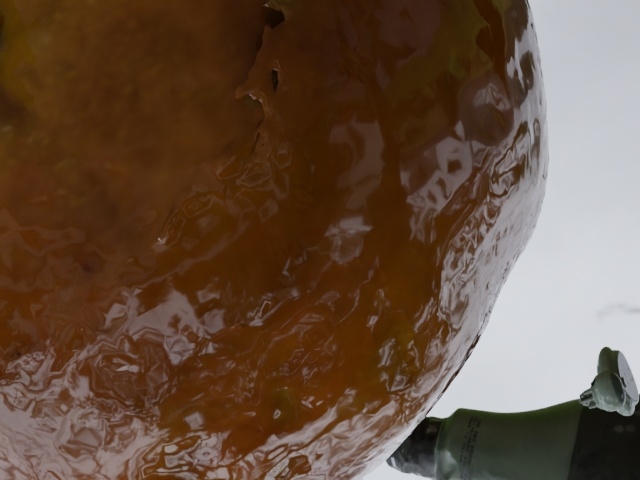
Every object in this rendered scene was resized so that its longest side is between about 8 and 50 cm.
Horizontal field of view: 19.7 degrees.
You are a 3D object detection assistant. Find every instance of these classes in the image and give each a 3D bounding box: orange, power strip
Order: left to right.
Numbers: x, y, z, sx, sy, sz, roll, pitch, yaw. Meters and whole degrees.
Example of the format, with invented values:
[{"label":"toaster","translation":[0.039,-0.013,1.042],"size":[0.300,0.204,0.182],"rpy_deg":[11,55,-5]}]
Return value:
[{"label":"orange","translation":[-0.063,-0.031,0.601],"size":[0.284,0.284,0.226],"rpy_deg":[0,166,30]},{"label":"power strip","translation":[0.215,0.109,1.383],"size":[0.035,0.055,0.083],"rpy_deg":[-21,180,19]}]

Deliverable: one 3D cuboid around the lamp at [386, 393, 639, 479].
[{"label":"lamp","translation":[0.227,0.207,1.759],"size":[0.314,0.182,0.182],"rpy_deg":[25,-166,2]}]
